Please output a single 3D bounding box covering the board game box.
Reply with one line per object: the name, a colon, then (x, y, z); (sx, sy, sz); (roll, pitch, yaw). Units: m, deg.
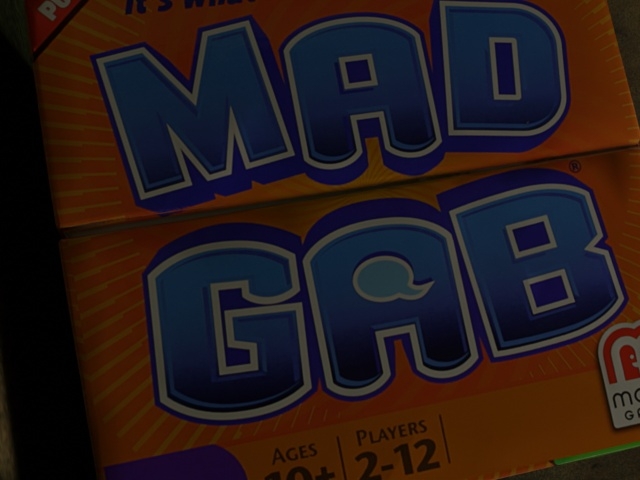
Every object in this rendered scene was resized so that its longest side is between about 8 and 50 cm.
board game box: (0.000, 0.000, 0.710); (0.356, 0.357, 0.356); (132, -52, -76)
